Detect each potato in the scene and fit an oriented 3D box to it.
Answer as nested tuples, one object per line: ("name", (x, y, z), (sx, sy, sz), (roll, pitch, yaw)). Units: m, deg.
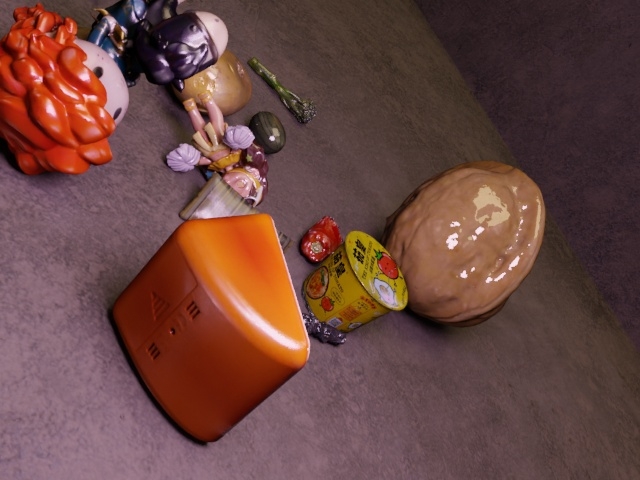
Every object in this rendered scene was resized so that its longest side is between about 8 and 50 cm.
("potato", (-0.229, -0.336, 1.723), (0.234, 0.146, 0.150), (-38, 132, -76))

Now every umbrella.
("umbrella", (-0.009, 0.164, 1.549), (0.144, 0.037, 0.040), (29, 13, -38))

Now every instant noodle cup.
("instant noodle cup", (0.062, 0.094, 1.627), (0.182, 0.144, 0.182), (38, 30, -26))

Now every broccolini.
("broccolini", (-0.092, -0.386, 2.069), (0.216, 0.058, 0.067), (49, 30, -3))

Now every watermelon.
("watermelon", (-0.119, -0.242, 1.837), (0.078, 0.078, 0.110), (16, 42, -48))

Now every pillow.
("pillow", (-0.154, -0.021, 1.522), (0.203, 0.038, 0.113), (43, 67, -16))

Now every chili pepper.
("chili pepper", (0.000, 0.000, 1.732), (0.070, 0.073, 0.123), (11, 21, 14))

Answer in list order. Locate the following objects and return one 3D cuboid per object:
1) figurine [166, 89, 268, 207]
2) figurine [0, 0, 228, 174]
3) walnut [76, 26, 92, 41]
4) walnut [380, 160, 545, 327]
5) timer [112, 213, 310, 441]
("figurine", (-0.185, -0.163, 1.564), (0.240, 0.175, 0.116), (61, 21, -22))
("figurine", (-0.337, -0.279, 1.301), (0.412, 0.241, 0.306), (-33, 57, -23))
("walnut", (-0.413, -0.324, 1.475), (0.124, 0.105, 0.105), (42, 28, -27))
("walnut", (0.318, 0.012, 1.865), (0.383, 0.383, 0.383), (36, 31, -26))
("timer", (-0.148, 0.126, 1.163), (0.161, 0.257, 0.250), (-1, 55, -49))
